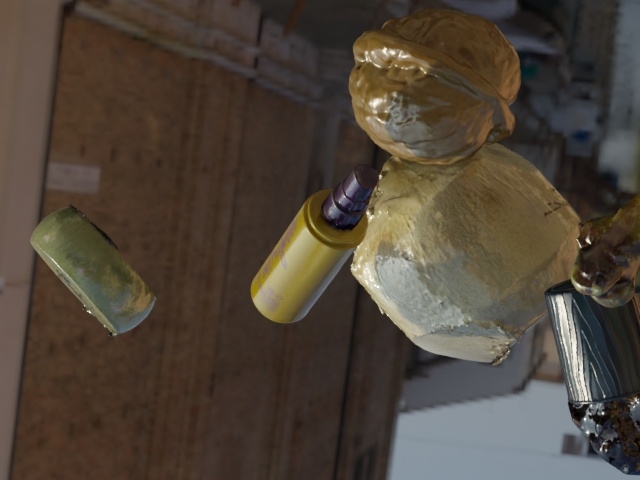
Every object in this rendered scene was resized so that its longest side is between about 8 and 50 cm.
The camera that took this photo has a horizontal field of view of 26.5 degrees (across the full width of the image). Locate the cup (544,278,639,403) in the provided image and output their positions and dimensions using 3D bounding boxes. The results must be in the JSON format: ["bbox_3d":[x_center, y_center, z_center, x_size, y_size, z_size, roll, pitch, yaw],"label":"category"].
[{"bbox_3d":[0.352,0.108,1.628,0.150,0.138,0.113,-16,-176,-4],"label":"cup"}]

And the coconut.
[{"bbox_3d":[0.226,0.010,2.196,0.360,0.346,0.346,47,-172,6],"label":"coconut"}]

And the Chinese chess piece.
[{"bbox_3d":[-0.305,0.041,1.814,0.188,0.083,0.188,44,169,11],"label":"Chinese chess piece"}]

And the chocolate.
[{"bbox_3d":[0.546,0.259,2.237,0.224,0.206,0.177,6,143,-21],"label":"chocolate"}]

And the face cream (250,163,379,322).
[{"bbox_3d":[0.000,0.000,1.533,0.078,0.078,0.273,6,148,-21],"label":"face cream"}]

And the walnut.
[{"bbox_3d":[0.165,-0.219,1.923,0.257,0.224,0.257,32,170,6],"label":"walnut"}]

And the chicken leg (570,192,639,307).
[{"bbox_3d":[0.403,-0.091,1.371,0.361,0.211,0.140,-25,129,28],"label":"chicken leg"}]
